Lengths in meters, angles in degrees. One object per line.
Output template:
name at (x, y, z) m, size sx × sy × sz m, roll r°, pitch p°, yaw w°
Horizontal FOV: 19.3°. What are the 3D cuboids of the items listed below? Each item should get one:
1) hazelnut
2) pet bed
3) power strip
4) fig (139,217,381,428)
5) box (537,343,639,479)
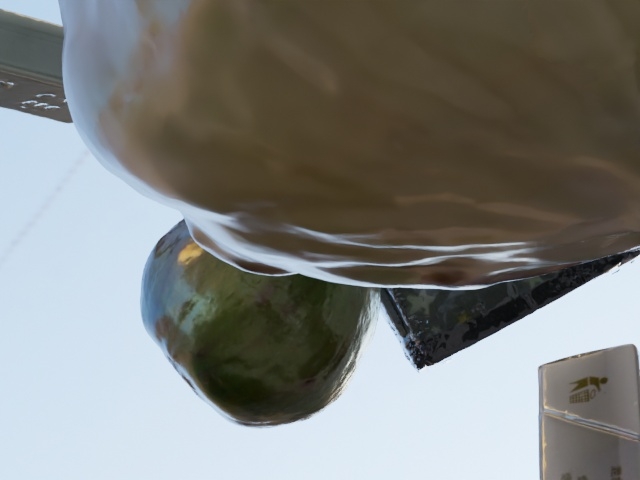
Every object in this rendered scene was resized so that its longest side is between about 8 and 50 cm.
hazelnut at (0.050, -0.086, 0.604) m, size 0.261 × 0.241 × 0.261 m, roll -22°, pitch -25°, yaw -11°
pet bed at (0.128, -0.011, 1.465) m, size 0.211 × 0.159 × 0.183 m, roll -29°, pitch -7°, yaw 6°
power strip at (-0.299, -0.158, 1.534) m, size 0.338 × 0.058 × 0.098 m, roll 12°, pitch -17°, yaw -41°
fig at (0.000, 0.000, 1.172) m, size 0.245 × 0.149 × 0.149 m, roll -47°, pitch -38°, yaw -4°
box at (0.178, 0.200, 1.074) m, size 0.067 × 0.243 × 0.155 m, roll -13°, pitch -43°, yaw 20°
